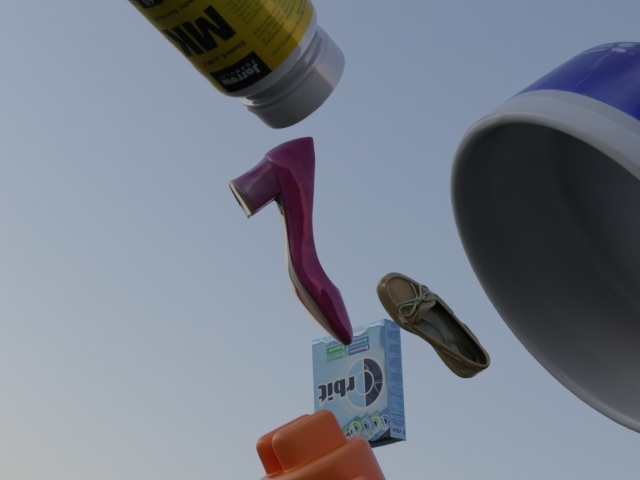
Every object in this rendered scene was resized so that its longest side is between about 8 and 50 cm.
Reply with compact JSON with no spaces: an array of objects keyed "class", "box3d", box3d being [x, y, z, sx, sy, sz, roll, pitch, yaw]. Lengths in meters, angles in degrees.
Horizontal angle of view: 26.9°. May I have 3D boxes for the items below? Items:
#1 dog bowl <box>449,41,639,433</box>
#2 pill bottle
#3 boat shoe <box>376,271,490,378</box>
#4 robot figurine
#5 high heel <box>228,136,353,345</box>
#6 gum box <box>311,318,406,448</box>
[{"class":"dog bowl","box3d":[0.216,0.003,0.909,0.265,0.104,0.265,43,-26,26]},{"class":"pill bottle","box3d":[-0.078,-0.200,1.170,0.119,0.119,0.208,-4,-39,48]},{"class":"boat shoe","box3d":[0.128,0.091,1.495,0.153,0.056,0.048,48,-20,3]},{"class":"robot figurine","box3d":[0.017,0.281,1.330,0.158,0.219,0.128,-27,-3,23]},{"class":"high heel","box3d":[0.000,0.000,1.584,0.244,0.117,0.082,57,-13,3]},{"class":"gum box","box3d":[0.057,0.228,2.055,0.157,0.184,0.041,-21,-28,39]}]
